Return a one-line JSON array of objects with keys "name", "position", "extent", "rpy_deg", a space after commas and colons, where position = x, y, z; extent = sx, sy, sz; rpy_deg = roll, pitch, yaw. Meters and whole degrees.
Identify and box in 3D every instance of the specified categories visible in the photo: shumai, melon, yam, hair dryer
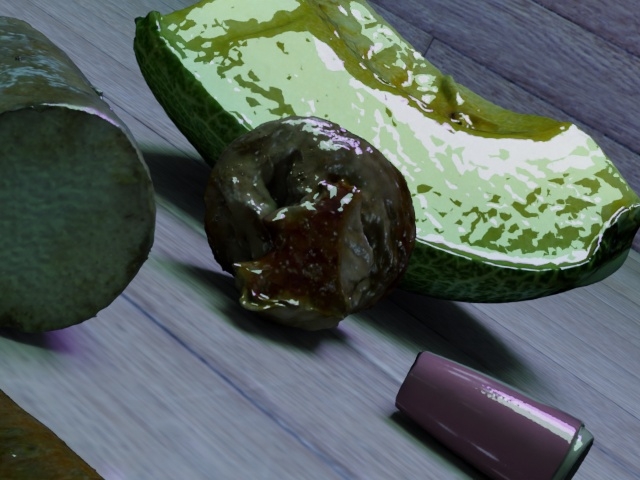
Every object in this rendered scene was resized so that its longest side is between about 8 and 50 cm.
[{"name": "shumai", "position": [0.003, 0.001, 0.739], "extent": [0.139, 0.123, 0.105], "rpy_deg": [37, 13, -51]}, {"name": "melon", "position": [0.064, -0.064, 0.946], "extent": [0.343, 0.226, 0.331], "rpy_deg": [48, 6, 21]}, {"name": "yam", "position": [-0.148, -0.044, 0.574], "extent": [0.107, 0.107, 0.194], "rpy_deg": [23, 13, -30]}, {"name": "hair dryer", "position": [0.111, 0.111, 0.722], "extent": [0.106, 0.054, 0.154], "rpy_deg": [29, 1, 22]}]

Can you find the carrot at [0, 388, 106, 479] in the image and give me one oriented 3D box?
[{"name": "carrot", "position": [-0.072, 0.085, 0.320], "extent": [0.342, 0.070, 0.070], "rpy_deg": [36, 13, 36]}]
